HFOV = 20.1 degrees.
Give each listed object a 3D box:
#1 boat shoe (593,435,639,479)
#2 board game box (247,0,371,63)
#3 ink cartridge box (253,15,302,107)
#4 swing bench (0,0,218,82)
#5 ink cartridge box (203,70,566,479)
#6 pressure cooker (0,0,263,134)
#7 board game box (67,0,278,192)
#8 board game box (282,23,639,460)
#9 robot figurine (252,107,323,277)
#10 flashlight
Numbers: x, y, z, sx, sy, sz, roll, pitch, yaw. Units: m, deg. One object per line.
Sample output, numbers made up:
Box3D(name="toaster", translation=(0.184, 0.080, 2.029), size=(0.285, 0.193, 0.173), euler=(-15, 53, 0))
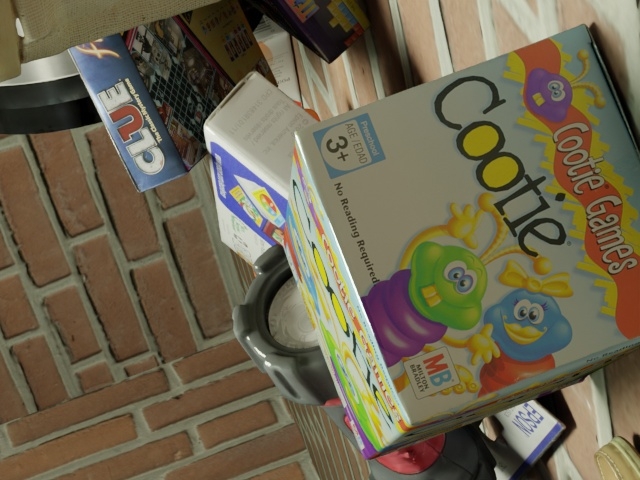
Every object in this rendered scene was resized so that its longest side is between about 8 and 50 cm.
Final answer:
Box3D(name="boat shoe", translation=(0.173, 0.174, 0.975), size=(0.050, 0.045, 0.135), euler=(110, 140, -80))
Box3D(name="board game box", translation=(-0.053, -0.219, 1.304), size=(0.170, 0.048, 0.141), euler=(49, 178, -40))
Box3D(name="ink cartridge box", translation=(-0.065, -0.205, 1.841), size=(0.179, 0.045, 0.145), euler=(85, 165, -58))
Box3D(name="swing bench", translation=(-0.097, -0.245, 0.907), size=(0.165, 0.253, 0.254), euler=(89, 155, -51))
Box3D(name="ink cartridge box", translation=(0.052, 0.039, 1.294), size=(0.307, 0.072, 0.303), euler=(38, 167, 9))
Box3D(name="pressure cooker", translation=(-0.231, -0.290, 1.577), size=(0.370, 0.376, 0.420), euler=(-78, -21, -49))
Box3D(name="board game box", translation=(-0.112, -0.148, 1.302), size=(0.165, 0.042, 0.243), euler=(64, -160, -11))
Box3D(name="board game box", translation=(0.071, 0.015, 0.910), size=(0.275, 0.142, 0.144), euler=(104, 145, -79))
Box3D(name="robot figurine", translation=(0.000, -0.001, 1.547), size=(0.128, 0.158, 0.219), euler=(-46, -53, -47))
Box3D(name="flashlight", translation=(0.046, 0.107, 1.188), size=(0.304, 0.103, 0.103), euler=(53, -160, -51))
